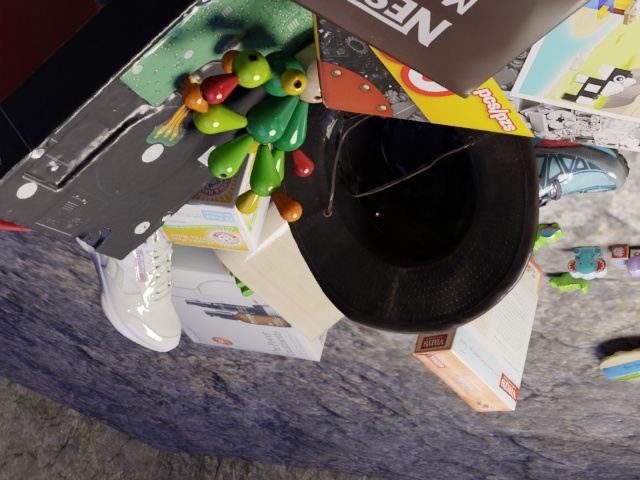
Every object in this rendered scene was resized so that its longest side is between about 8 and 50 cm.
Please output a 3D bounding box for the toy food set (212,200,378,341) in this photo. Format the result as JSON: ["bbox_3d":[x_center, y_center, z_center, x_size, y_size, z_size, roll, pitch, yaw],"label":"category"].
[{"bbox_3d":[0.000,0.000,1.073,0.219,0.092,0.306,-39,141,2],"label":"toy food set"}]

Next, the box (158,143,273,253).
[{"bbox_3d":[-0.114,-0.100,0.886,0.114,0.203,0.103,7,153,13],"label":"box"}]

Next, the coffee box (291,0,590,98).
[{"bbox_3d":[0.083,-0.196,0.261,0.168,0.119,0.297,23,152,-19],"label":"coffee box"}]

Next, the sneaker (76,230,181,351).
[{"bbox_3d":[-0.288,0.037,1.216,0.152,0.114,0.305,-18,103,25],"label":"sneaker"}]

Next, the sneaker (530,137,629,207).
[{"bbox_3d":[0.228,-0.050,0.908,0.261,0.125,0.104,-3,151,31],"label":"sneaker"}]

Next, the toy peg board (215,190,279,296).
[{"bbox_3d":[-0.080,0.008,1.146,0.160,0.079,0.161,-19,151,-2],"label":"toy peg board"}]

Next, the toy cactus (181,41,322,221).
[{"bbox_3d":[-0.027,-0.119,0.683,0.112,0.180,0.219,37,166,25],"label":"toy cactus"}]

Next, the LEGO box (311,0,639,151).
[{"bbox_3d":[0.182,-0.273,0.417,0.372,0.193,0.500,9,153,9],"label":"LEGO box"}]

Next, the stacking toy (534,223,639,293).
[{"bbox_3d":[0.413,0.034,1.069,0.221,0.052,0.167,-3,149,32],"label":"stacking toy"}]

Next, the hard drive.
[{"bbox_3d":[-0.128,-0.132,0.684,0.064,0.339,0.237,50,-175,18],"label":"hard drive"}]

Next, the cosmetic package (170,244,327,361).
[{"bbox_3d":[-0.163,0.104,1.437,0.284,0.098,0.377,8,153,18],"label":"cosmetic package"}]

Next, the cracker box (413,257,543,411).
[{"bbox_3d":[0.223,0.096,1.054,0.067,0.232,0.155,-14,132,43],"label":"cracker box"}]

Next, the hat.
[{"bbox_3d":[0.104,-0.069,0.837,0.331,0.332,0.134,-6,-176,34],"label":"hat"}]

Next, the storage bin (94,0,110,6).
[{"bbox_3d":[-0.131,-0.248,0.700,0.098,0.135,0.091,4,164,19],"label":"storage bin"}]

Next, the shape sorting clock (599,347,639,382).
[{"bbox_3d":[0.603,0.220,1.354,0.206,0.040,0.206,2,160,1],"label":"shape sorting clock"}]

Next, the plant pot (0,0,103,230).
[{"bbox_3d":[-0.353,-0.179,0.801,0.274,0.243,0.275,10,153,5],"label":"plant pot"}]
